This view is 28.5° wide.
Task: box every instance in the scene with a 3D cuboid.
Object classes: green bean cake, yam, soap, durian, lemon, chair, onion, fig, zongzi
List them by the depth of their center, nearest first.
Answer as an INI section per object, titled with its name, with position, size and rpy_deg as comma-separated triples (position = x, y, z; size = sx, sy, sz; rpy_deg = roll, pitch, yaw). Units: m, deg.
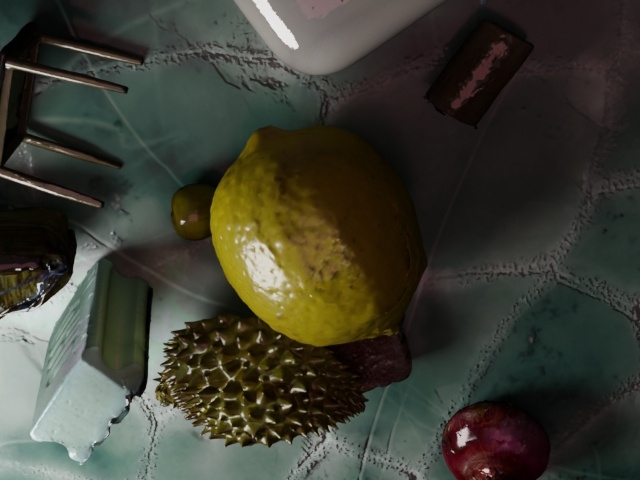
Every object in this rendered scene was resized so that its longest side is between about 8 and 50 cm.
[chair]
position = -0.369, -0.168, 1.528
size = 0.272, 0.188, 0.166
rpy_deg = 13, 110, -6
[lemon]
position = 0.000, 0.000, 1.541
size = 0.253, 0.253, 0.310
rpy_deg = -31, 105, 13
[yam]
position = 0.194, -0.207, 1.548
size = 0.084, 0.084, 0.127
rpy_deg = 31, 107, -10
[soap]
position = -0.291, 0.143, 1.606
size = 0.094, 0.261, 0.150
rpy_deg = 34, 107, -20
[fig]
position = -0.150, -0.039, 1.628
size = 0.088, 0.074, 0.074
rpy_deg = -15, 110, -9
[durian]
position = -0.103, 0.179, 1.659
size = 0.306, 0.166, 0.172
rpy_deg = -5, 89, 25
[zongzi]
position = -0.461, 0.097, 1.670
size = 0.286, 0.138, 0.300
rpy_deg = -2, 125, -5
[green bean cake]
position = 0.046, 0.137, 1.695
size = 0.136, 0.056, 0.135
rpy_deg = -18, 108, 8
[onion]
position = 0.231, 0.301, 1.707
size = 0.150, 0.140, 0.150
rpy_deg = 8, 121, 14

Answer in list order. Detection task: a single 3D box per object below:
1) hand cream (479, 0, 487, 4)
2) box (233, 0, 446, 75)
[hand cream]
position = 0.265, -0.334, 1.515
size = 0.171, 0.043, 0.065
rpy_deg = -24, 105, 8
[box]
position = 0.040, -0.377, 1.454
size = 0.349, 0.141, 0.288
rpy_deg = -34, 105, 13
